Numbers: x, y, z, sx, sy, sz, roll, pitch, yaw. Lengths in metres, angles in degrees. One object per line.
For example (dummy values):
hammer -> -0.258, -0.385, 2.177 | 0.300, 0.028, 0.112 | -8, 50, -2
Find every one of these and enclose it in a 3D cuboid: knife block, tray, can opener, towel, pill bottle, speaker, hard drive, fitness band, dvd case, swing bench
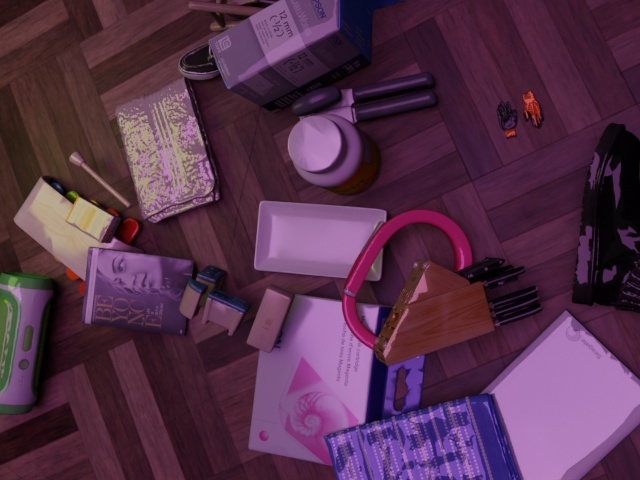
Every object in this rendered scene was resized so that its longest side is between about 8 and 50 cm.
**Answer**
knife block -> 0.261, 0.146, 1.580 | 0.242, 0.088, 0.275 | 28, 86, -7
tray -> 0.000, 0.000, 1.742 | 0.270, 0.030, 0.145 | 5, 88, 17
can opener -> 0.084, -0.275, 1.698 | 0.283, 0.095, 0.076 | -10, 85, 16
towel -> 0.194, 0.439, 1.598 | 0.336, 0.040, 0.243 | -18, 83, 12
pill bottle -> 0.024, -0.164, 1.631 | 0.136, 0.246, 0.136 | -1, 87, 17
speaker -> -0.664, 0.222, 1.879 | 0.131, 0.131, 0.296 | 9, 90, 17
hard drive -> 0.415, 0.333, 1.592 | 0.233, 0.047, 0.353 | 45, 99, 14
fitness band -> 0.165, 0.079, 1.634 | 0.209, 0.054, 0.291 | 30, 88, -4
towel -> -0.329, -0.190, 1.842 | 0.187, 0.049, 0.282 | -20, 81, 14
dvd case -> -0.386, 0.107, 1.811 | 0.221, 0.018, 0.164 | 8, 97, -2
swing bench -> -0.116, -0.568, 1.743 | 0.255, 0.165, 0.253 | 4, 87, 11

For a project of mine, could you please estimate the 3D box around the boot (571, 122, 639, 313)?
boot -> 0.597, -0.023, 1.509 | 0.260, 0.131, 0.348 | 9, 100, 24

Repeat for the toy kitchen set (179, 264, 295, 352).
toy kitchen set -> -0.156, 0.109, 1.723 | 0.207, 0.166, 0.122 | 23, 104, 5

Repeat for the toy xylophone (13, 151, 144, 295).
toy xylophone -> -0.519, -0.040, 1.872 | 0.323, 0.081, 0.236 | 45, 98, 14

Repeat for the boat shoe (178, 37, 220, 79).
boat shoe -> -0.201, -0.398, 1.794 | 0.219, 0.070, 0.077 | -13, 70, 11

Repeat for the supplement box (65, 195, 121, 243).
supplement box -> -0.475, -0.043, 1.797 | 0.098, 0.036, 0.062 | 29, 93, 16

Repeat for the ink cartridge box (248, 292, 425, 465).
ink cartridge box -> 0.033, 0.278, 1.698 | 0.330, 0.071, 0.324 | 6, 88, 18

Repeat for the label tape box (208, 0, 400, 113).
label tape box -> -0.004, -0.385, 1.649 | 0.348, 0.249, 0.115 | -23, 81, 14

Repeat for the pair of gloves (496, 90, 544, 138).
pair of gloves -> 0.383, -0.241, 1.651 | 0.083, 0.010, 0.074 | -19, 83, 18
